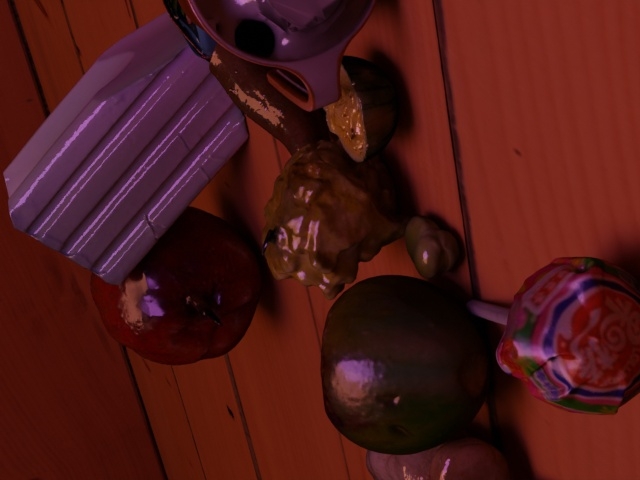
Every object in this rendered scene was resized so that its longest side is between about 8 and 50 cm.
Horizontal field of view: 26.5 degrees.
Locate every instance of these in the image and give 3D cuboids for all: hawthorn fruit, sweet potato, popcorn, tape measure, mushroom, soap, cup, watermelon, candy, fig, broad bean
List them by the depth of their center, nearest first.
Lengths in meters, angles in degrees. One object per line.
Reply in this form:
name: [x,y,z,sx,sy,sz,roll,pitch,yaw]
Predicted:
candy: [0.177,0.068,1.142,0.365,0.124,0.124,-170,57,-79]
cup: [-0.049,-0.235,1.283,0.264,0.182,0.226,-151,41,-74]
watermelon: [0.043,-0.130,1.308,0.105,0.062,0.105,165,90,-74]
broad bean: [0.107,0.008,1.332,0.083,0.045,0.063,-138,30,-69]
fig: [0.084,0.123,1.343,0.191,0.181,0.181,7,121,48]
popcorn: [0.004,-0.020,1.387,0.142,0.173,0.173,34,178,-28]
mushroom: [0.120,0.254,1.501,0.351,0.095,0.122,153,100,-78]
sweet potato: [-0.046,-0.147,1.526,0.243,0.077,0.077,50,158,18]
tape measure: [-0.144,-0.285,1.632,0.146,0.081,0.125,62,165,13]
soap: [-0.251,-0.128,1.819,0.208,0.347,0.115,34,-166,-35]
hawthorn fruit: [-0.197,0.082,1.984,0.300,0.254,0.254,38,147,57]
